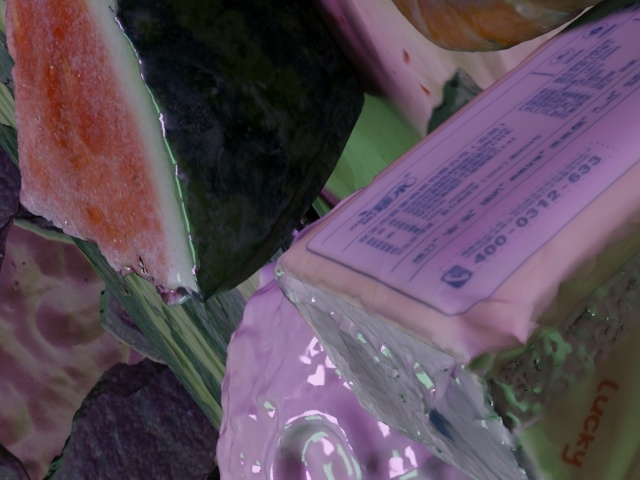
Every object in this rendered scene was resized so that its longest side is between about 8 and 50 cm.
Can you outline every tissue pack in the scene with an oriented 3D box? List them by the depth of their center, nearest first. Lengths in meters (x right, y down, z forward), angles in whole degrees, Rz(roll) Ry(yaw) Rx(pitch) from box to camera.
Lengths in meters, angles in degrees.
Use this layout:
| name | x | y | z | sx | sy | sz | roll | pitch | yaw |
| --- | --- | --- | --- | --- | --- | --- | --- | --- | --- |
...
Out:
| name | x | y | z | sx | sy | sz | roll | pitch | yaw |
| --- | --- | --- | --- | --- | --- | --- | --- | --- | --- |
| tissue pack | 0.099 | -0.008 | 0.519 | 0.092 | 0.196 | 0.148 | 58 | 166 | -22 |

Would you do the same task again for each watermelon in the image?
| name | x | y | z | sx | sy | sz | roll | pitch | yaw |
| --- | --- | --- | --- | --- | --- | --- | --- | --- | --- |
| watermelon | -0.109 | -0.107 | 0.953 | 0.310 | 0.193 | 0.232 | 49 | 165 | 11 |

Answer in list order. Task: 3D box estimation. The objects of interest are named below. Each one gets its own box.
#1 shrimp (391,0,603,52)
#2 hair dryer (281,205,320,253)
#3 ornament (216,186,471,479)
| name | x | y | z | sx | sy | sz | roll | pitch | yaw |
| --- | --- | --- | --- | --- | --- | --- | --- | --- | --- |
| shrimp | 0.076 | -0.142 | 0.524 | 0.251 | 0.052 | 0.144 | -6 | 98 | 57 |
| hair dryer | 0.000 | 0.000 | 1.137 | 0.359 | 0.120 | 0.304 | 55 | 161 | 24 |
| ornament | 0.078 | 0.094 | 0.729 | 0.259 | 0.259 | 0.225 | 59 | -171 | -30 |
